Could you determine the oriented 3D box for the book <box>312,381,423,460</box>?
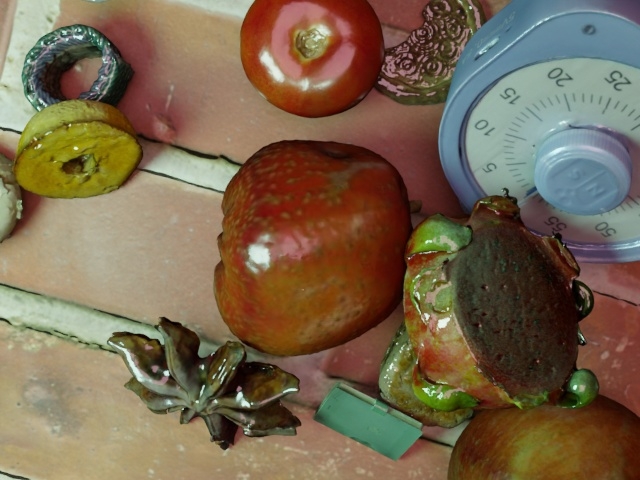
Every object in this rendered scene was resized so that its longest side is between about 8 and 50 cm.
[{"bbox_3d":[0.066,0.250,1.239,0.135,0.103,0.017,27,47,-1],"label":"book"}]

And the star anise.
[{"bbox_3d":[-0.152,0.193,1.186,0.288,0.288,0.088,23,48,-2],"label":"star anise"}]

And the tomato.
[{"bbox_3d":[-0.011,-0.257,1.196,0.195,0.136,0.195,0,93,3],"label":"tomato"}]

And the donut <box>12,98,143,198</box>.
[{"bbox_3d":[-0.320,-0.123,1.185,0.178,0.162,0.065,-36,56,38],"label":"donut"}]

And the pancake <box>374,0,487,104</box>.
[{"bbox_3d":[0.148,-0.282,1.260,0.184,0.020,0.190,24,91,-1],"label":"pancake"}]

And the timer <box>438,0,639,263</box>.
[{"bbox_3d":[0.322,-0.118,1.111,0.395,0.395,0.173,20,50,-2],"label":"timer"}]

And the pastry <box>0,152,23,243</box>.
[{"bbox_3d":[-0.484,-0.056,1.218,0.166,0.088,0.166,0,92,-5],"label":"pastry"}]

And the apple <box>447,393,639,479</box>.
[{"bbox_3d":[0.317,0.325,1.150,0.301,0.301,0.301,0,91,-1],"label":"apple"}]

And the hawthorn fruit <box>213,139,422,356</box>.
[{"bbox_3d":[0.000,0.000,1.147,0.300,0.275,0.275,-17,92,-15],"label":"hawthorn fruit"}]

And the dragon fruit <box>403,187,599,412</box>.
[{"bbox_3d":[0.216,0.091,1.099,0.268,0.130,0.295,-33,89,-35],"label":"dragon fruit"}]

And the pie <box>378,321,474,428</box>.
[{"bbox_3d":[0.163,0.176,1.240,0.163,0.079,0.193,32,99,-12],"label":"pie"}]

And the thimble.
[{"bbox_3d":[-0.331,-0.222,1.215,0.135,0.090,0.118,-44,92,0],"label":"thimble"}]

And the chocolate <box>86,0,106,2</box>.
[{"bbox_3d":[-0.266,-0.468,1.207,0.185,0.100,0.303,42,93,-12],"label":"chocolate"}]
